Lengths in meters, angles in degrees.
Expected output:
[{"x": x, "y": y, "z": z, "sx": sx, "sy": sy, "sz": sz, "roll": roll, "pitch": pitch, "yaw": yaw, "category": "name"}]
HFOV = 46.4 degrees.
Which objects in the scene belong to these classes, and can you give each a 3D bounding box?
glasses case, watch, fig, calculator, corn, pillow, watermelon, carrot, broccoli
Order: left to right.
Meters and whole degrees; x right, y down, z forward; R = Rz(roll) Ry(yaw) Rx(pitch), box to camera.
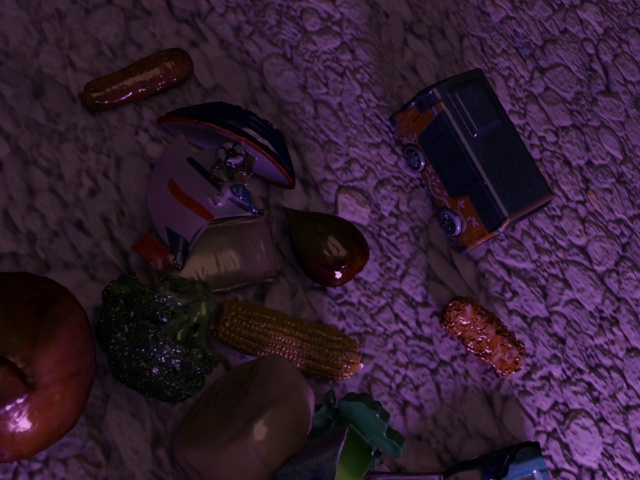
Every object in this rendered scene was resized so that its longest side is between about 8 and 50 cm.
[{"x": -0.378, "y": 0.149, "z": 0.876, "sx": 0.224, "sy": 0.224, "sz": 0.263, "roll": 11, "pitch": 27, "yaw": -19, "category": "fig"}, {"x": -0.276, "y": -0.242, "z": 1.135, "sx": 0.186, "sy": 0.060, "sz": 0.060, "roll": -31, "pitch": 87, "yaw": -26, "category": "carrot"}, {"x": -0.214, "y": 0.121, "z": 0.976, "sx": 0.195, "sy": 0.195, "sz": 0.156, "roll": 45, "pitch": 58, "yaw": -4, "category": "broccoli"}, {"x": -0.154, "y": 0.024, "z": 1.099, "sx": 0.208, "sy": 0.053, "sz": 0.119, "roll": -12, "pitch": 78, "yaw": -24, "category": "pillow"}, {"x": -0.047, "y": 0.146, "z": 1.091, "sx": 0.238, "sy": 0.080, "sz": 0.080, "roll": 21, "pitch": 66, "yaw": -12, "category": "corn"}, {"x": -0.012, "y": 0.305, "z": 0.911, "sx": 0.081, "sy": 0.094, "sz": 0.180, "roll": 27, "pitch": 99, "yaw": 29, "category": "watermelon"}, {"x": 0.000, "y": 0.000, "z": 1.150, "sx": 0.155, "sy": 0.103, "sz": 0.109, "roll": 48, "pitch": 25, "yaw": 10, "category": "fig"}, {"x": 0.012, "y": 0.298, "z": 1.017, "sx": 0.131, "sy": 0.165, "sz": 0.152, "roll": 46, "pitch": 46, "yaw": 1, "category": "watch"}, {"x": 0.070, "y": 0.363, "z": 1.100, "sx": 0.083, "sy": 0.021, "sz": 0.032, "roll": -34, "pitch": 87, "yaw": -28, "category": "glasses case"}, {"x": 0.258, "y": 0.453, "z": 1.130, "sx": 0.274, "sy": 0.058, "sz": 0.248, "roll": -7, "pitch": 75, "yaw": -23, "category": "calculator"}]

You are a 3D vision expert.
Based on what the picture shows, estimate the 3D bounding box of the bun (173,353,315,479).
[{"x": -0.089, "y": 0.250, "z": 0.997, "sx": 0.128, "sy": 0.178, "sz": 0.193, "roll": 54, "pitch": 45, "yaw": -20, "category": "bun"}]

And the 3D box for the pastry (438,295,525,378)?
[{"x": 0.263, "y": 0.156, "z": 1.230, "sx": 0.169, "sy": 0.063, "sz": 0.087, "roll": 43, "pitch": 71, "yaw": -10, "category": "pastry"}]

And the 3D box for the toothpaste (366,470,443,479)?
[{"x": 0.122, "y": 0.472, "z": 1.052, "sx": 0.099, "sy": 0.068, "sz": 0.282, "roll": 2, "pitch": 79, "yaw": -17, "category": "toothpaste"}]

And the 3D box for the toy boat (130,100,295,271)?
[{"x": -0.184, "y": -0.096, "z": 1.104, "sx": 0.219, "sy": 0.072, "sz": 0.318, "roll": 46, "pitch": 57, "yaw": 9, "category": "toy boat"}]

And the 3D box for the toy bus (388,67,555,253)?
[{"x": 0.251, "y": -0.139, "z": 1.259, "sx": 0.138, "sy": 0.167, "sz": 0.275, "roll": -26, "pitch": 84, "yaw": -27, "category": "toy bus"}]
